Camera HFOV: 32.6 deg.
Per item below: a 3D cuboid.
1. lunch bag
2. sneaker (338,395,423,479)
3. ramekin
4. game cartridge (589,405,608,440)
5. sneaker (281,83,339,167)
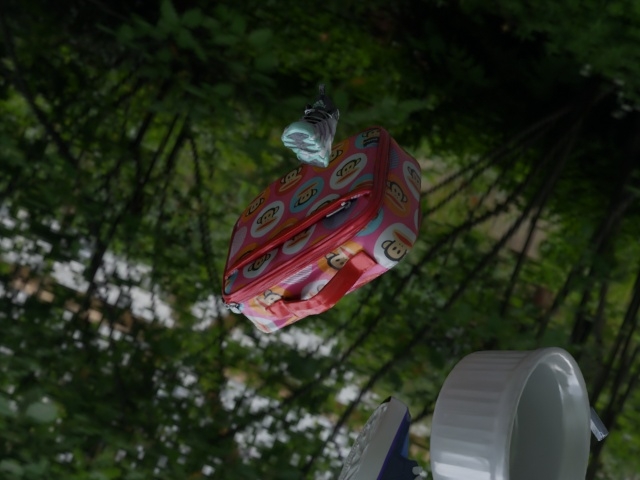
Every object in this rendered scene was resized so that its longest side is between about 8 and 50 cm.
[{"bbox_3d":[0.000,0.000,1.484,0.120,0.293,0.258,43,-147,-26],"label":"lunch bag"},{"bbox_3d":[0.137,0.416,1.587,0.236,0.323,0.130,24,164,-5],"label":"sneaker"},{"bbox_3d":[0.272,0.287,1.572,0.135,0.277,0.277,2,165,37],"label":"ramekin"},{"bbox_3d":[0.447,0.297,1.788,0.056,0.017,0.083,56,180,17],"label":"game cartridge"},{"bbox_3d":[-0.006,-0.111,0.985,0.038,0.069,0.098,14,171,8],"label":"sneaker"}]
